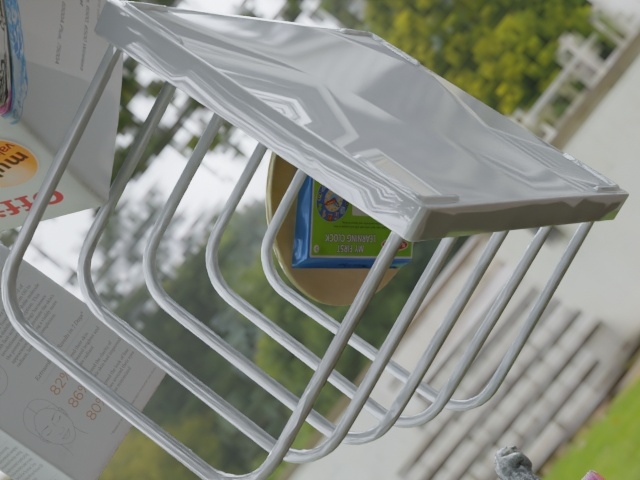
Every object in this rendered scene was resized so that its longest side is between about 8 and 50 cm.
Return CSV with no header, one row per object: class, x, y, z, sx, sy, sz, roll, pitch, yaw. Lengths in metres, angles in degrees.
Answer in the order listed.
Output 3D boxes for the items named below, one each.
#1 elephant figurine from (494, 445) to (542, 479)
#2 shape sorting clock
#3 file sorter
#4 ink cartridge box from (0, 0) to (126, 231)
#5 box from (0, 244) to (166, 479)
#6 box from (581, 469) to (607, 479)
elephant figurine,0.264,0.374,1.989,0.186,0.239,0.169,-49,-45,-20
shape sorting clock,0.024,-0.046,1.546,0.040,0.206,0.206,3,40,41
file sorter,0.000,0.000,0.950,0.277,0.193,0.173,-6,-52,-62
ink cartridge box,-0.227,-0.123,0.904,0.233,0.171,0.168,48,-144,-52
box,-0.232,0.111,1.440,0.130,0.170,0.091,-57,8,-28
box,0.243,0.303,1.328,0.154,0.142,0.300,-48,-35,4
